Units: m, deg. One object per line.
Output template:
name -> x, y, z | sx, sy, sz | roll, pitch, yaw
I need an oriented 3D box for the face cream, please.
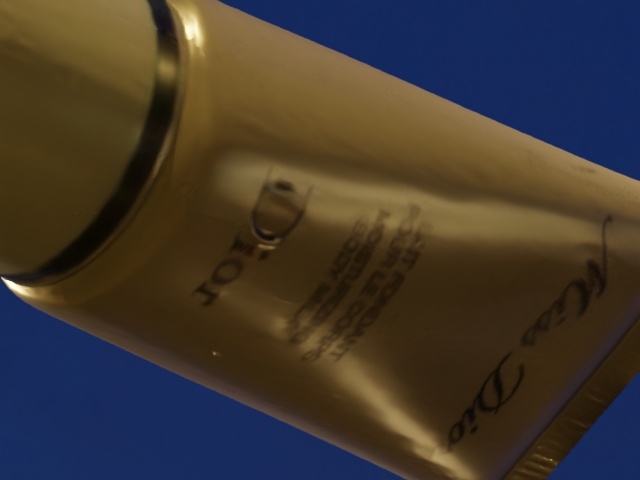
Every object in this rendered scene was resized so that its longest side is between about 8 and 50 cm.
face cream -> 0.000, 0.000, 0.478 | 0.314, 0.089, 0.143 | 24, -73, -43
